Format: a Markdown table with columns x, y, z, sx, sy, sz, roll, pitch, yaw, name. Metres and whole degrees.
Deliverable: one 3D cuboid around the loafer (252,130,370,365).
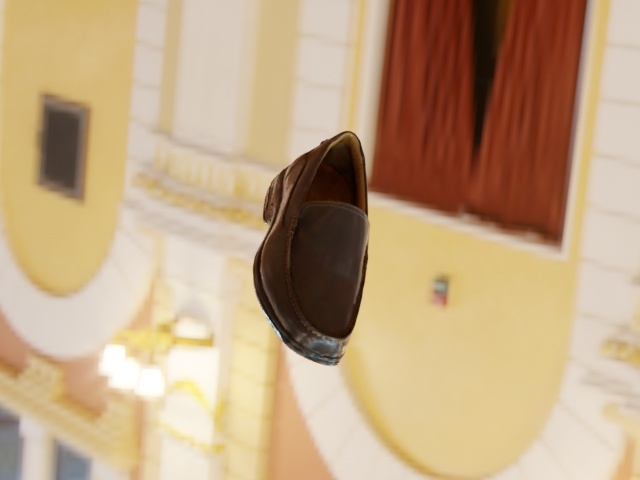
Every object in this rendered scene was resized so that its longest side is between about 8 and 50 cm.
| x | y | z | sx | sy | sz | roll | pitch | yaw | name |
| --- | --- | --- | --- | --- | --- | --- | --- | --- | --- |
| 0.000 | 0.000 | 1.016 | 0.062 | 0.061 | 0.170 | 23 | -145 | -23 | loafer |
